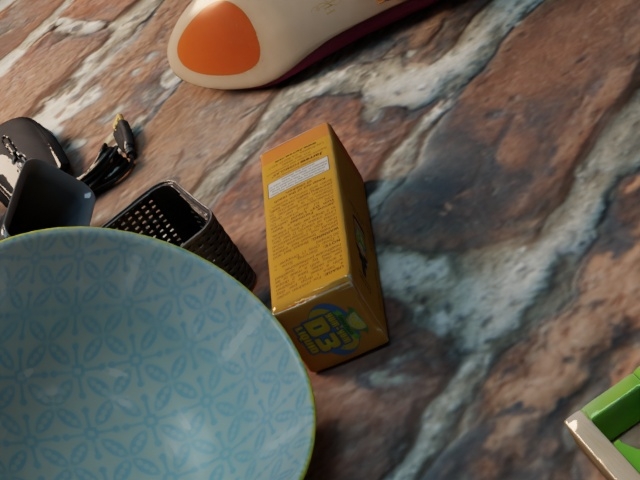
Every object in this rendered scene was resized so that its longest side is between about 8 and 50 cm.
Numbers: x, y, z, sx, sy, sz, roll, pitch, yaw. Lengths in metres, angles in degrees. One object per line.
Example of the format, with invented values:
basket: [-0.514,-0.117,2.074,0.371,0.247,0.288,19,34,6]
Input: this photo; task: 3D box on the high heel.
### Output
high heel: [0.009,-0.260,1.410,0.377,0.127,0.181,-12,10,34]

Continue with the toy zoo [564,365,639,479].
toy zoo: [0.314,0.085,0.760,0.293,0.030,0.192,-34,33,-1]

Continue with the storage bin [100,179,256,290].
storage bin: [-0.164,0.043,1.151,0.180,0.084,0.122,-39,34,-11]

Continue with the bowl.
bowl: [-0.163,0.147,0.929,0.289,0.290,0.156,-79,12,-47]

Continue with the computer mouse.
computer mouse: [-0.314,-0.109,1.482,0.184,0.060,0.262,-35,34,-1]

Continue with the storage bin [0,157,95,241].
storage bin: [-0.292,0.000,1.314,0.091,0.098,0.135,-46,25,32]

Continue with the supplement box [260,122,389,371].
supplement box: [0.000,0.000,1.079,0.080,0.078,0.233,-25,34,11]
